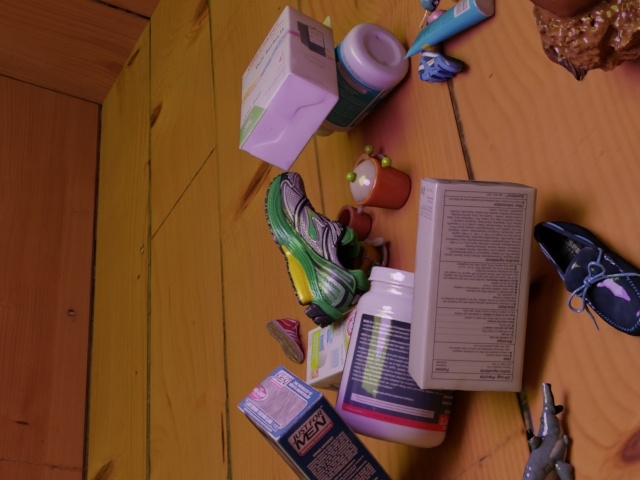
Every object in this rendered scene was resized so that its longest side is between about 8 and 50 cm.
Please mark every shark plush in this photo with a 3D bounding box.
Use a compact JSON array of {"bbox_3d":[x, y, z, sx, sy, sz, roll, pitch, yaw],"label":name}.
[{"bbox_3d":[0.321,0.285,1.501,0.073,0.067,0.161,7,83,64],"label":"shark plush"}]

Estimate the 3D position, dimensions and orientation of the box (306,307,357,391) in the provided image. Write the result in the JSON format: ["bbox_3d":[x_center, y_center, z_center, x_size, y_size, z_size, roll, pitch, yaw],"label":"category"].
[{"bbox_3d":[0.068,0.208,1.992,0.203,0.103,0.114,-32,50,54],"label":"box"}]

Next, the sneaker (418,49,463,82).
[{"bbox_3d":[0.228,-0.325,2.016,0.144,0.053,0.059,-141,69,-70],"label":"sneaker"}]

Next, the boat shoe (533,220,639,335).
[{"bbox_3d":[0.376,0.055,1.489,0.109,0.089,0.258,-68,27,14],"label":"boat shoe"}]

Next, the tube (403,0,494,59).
[{"bbox_3d":[0.238,-0.408,2.008,0.207,0.052,0.080,-22,25,50],"label":"tube"}]

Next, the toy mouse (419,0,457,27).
[{"bbox_3d":[0.227,-0.468,2.110,0.143,0.031,0.161,-36,46,51],"label":"toy mouse"}]

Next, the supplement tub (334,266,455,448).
[{"bbox_3d":[0.139,0.194,1.763,0.191,0.191,0.272,5,82,63],"label":"supplement tub"}]

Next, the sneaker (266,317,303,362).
[{"bbox_3d":[-0.060,0.215,2.318,0.118,0.067,0.042,50,124,23],"label":"sneaker"}]

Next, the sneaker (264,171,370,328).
[{"bbox_3d":[0.000,0.000,2.027,0.146,0.134,0.343,-30,57,10],"label":"sneaker"}]

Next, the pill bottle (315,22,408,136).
[{"bbox_3d":[0.059,-0.327,2.235,0.264,0.146,0.146,-42,41,47],"label":"pill bottle"}]

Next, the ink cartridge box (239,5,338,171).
[{"bbox_3d":[-0.069,-0.333,2.173,0.207,0.119,0.353,-53,24,31],"label":"ink cartridge box"}]

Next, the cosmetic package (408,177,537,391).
[{"bbox_3d":[0.227,0.065,1.603,0.113,0.160,0.309,-131,45,-80],"label":"cosmetic package"}]

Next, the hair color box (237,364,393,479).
[{"bbox_3d":[0.028,0.375,1.721,0.105,0.347,0.174,-42,23,-13],"label":"hair color box"}]

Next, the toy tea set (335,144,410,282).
[{"bbox_3d":[0.057,-0.030,2.110,0.200,0.124,0.336,23,97,63],"label":"toy tea set"}]

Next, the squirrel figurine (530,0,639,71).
[{"bbox_3d":[0.449,-0.428,1.442,0.370,0.281,0.397,-17,100,29],"label":"squirrel figurine"}]

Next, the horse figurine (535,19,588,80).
[{"bbox_3d":[0.409,-0.392,1.683,0.174,0.066,0.263,25,96,56],"label":"horse figurine"}]
